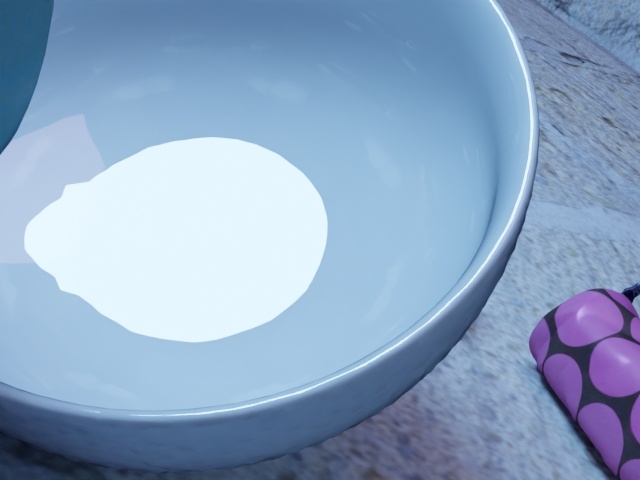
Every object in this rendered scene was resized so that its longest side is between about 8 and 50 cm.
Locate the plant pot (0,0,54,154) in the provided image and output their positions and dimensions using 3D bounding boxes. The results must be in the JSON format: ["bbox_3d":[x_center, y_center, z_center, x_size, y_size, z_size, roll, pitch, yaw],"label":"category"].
[{"bbox_3d":[-0.232,-0.109,0.335,0.235,0.293,0.293,-7,41,-41],"label":"plant pot"}]

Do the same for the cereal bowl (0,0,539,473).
[{"bbox_3d":[-0.066,-0.031,0.527,0.339,0.141,0.339,-1,55,1],"label":"cereal bowl"}]

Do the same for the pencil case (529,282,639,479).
[{"bbox_3d":[0.230,0.121,0.697,0.098,0.095,0.209,31,21,-33],"label":"pencil case"}]
